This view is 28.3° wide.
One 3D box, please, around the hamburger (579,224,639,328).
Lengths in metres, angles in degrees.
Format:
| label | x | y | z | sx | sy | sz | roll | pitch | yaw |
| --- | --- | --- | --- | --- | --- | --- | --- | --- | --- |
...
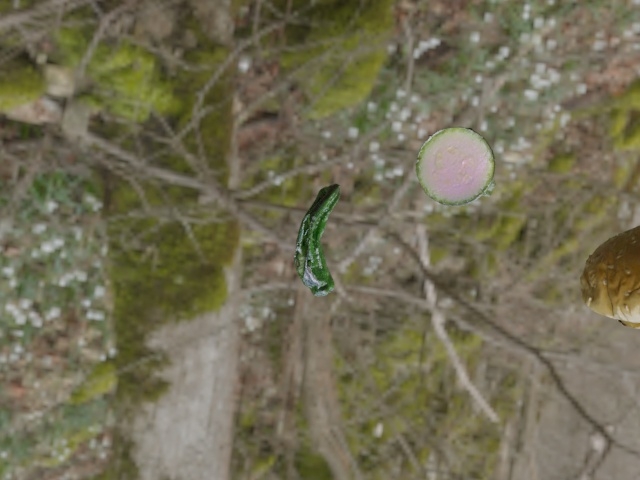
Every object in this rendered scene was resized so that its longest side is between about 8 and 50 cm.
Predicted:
| label | x | y | z | sx | sy | sz | roll | pitch | yaw |
| --- | --- | --- | --- | --- | --- | --- | --- | --- | --- |
| hamburger | 0.436 | 0.049 | 1.691 | 0.208 | 0.135 | 0.155 | -3 | -156 | 30 |

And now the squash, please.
| label | x | y | z | sx | sy | sz | roll | pitch | yaw |
| --- | --- | --- | --- | --- | --- | --- | --- | --- | --- |
| squash | 0.193 | -0.094 | 1.668 | 0.105 | 0.105 | 0.132 | 6 | -179 | 21 |

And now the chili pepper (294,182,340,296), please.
| label | x | y | z | sx | sy | sz | roll | pitch | yaw |
| --- | --- | --- | --- | --- | --- | --- | --- | --- | --- |
| chili pepper | -0.005 | -0.003 | 2.010 | 0.073 | 0.182 | 0.050 | 7 | -178 | -28 |
